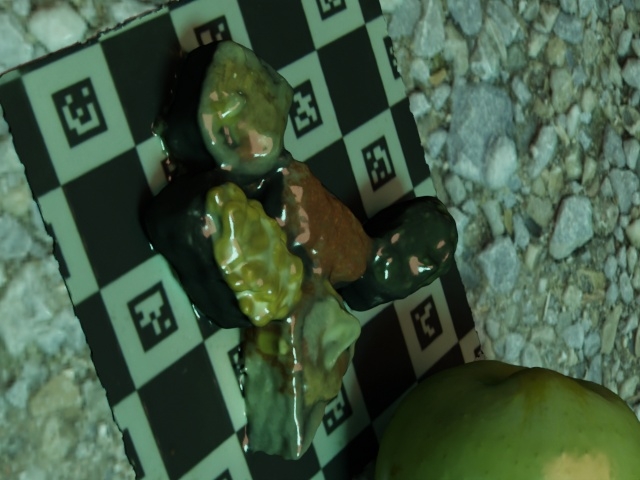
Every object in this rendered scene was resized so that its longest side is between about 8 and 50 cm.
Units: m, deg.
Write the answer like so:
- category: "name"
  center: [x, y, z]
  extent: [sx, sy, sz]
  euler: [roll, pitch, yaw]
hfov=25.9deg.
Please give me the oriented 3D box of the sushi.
- category: "sushi"
  center: [0.000, 0.000, 0.875]
  extent: [0.359, 0.064, 0.343]
  euler: [-36, 114, -47]

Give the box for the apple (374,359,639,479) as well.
- category: "apple"
  center: [0.125, 0.168, 0.923]
  extent: [0.200, 0.200, 0.200]
  euler: [6, 82, -51]
